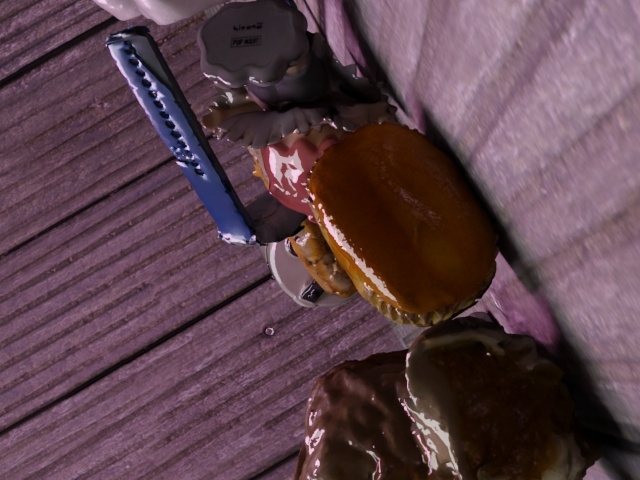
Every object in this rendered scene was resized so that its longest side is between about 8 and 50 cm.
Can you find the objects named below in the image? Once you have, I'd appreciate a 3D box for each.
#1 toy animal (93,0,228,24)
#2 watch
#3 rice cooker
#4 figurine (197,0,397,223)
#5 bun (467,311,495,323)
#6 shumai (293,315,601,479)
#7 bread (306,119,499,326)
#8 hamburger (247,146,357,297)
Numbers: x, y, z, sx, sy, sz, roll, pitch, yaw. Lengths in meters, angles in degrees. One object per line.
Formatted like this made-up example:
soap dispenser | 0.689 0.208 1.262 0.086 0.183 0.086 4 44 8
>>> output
toy animal | -0.154 -0.357 1.013 0.272 0.206 0.265 27 139 64
watch | -0.099 -0.119 1.181 0.068 0.276 0.274 5 111 34
rice cooker | 0.000 0.000 1.980 0.226 0.226 0.244 60 179 -17
figurine | 0.001 -0.118 1.129 0.387 0.207 0.166 44 -133 -61
bun | 0.192 0.122 1.242 0.083 0.045 0.083 62 -178 -4
shumai | 0.140 0.150 1.007 0.267 0.314 0.262 38 133 14
bread | 0.072 -0.016 0.947 0.190 0.132 0.114 52 174 13
hamburger | 0.003 -0.073 1.467 0.318 0.158 0.318 58 178 3
